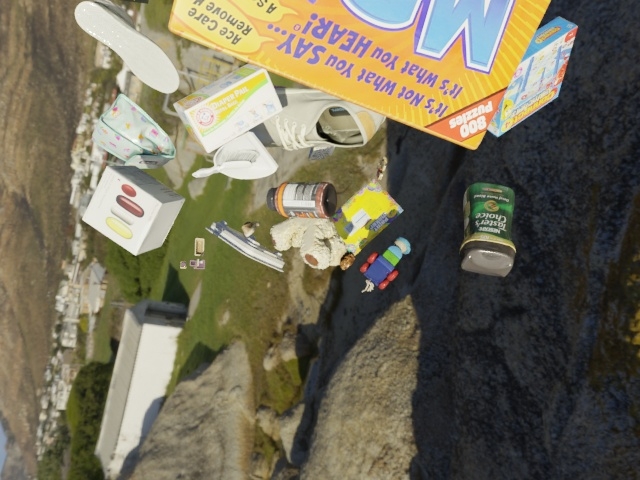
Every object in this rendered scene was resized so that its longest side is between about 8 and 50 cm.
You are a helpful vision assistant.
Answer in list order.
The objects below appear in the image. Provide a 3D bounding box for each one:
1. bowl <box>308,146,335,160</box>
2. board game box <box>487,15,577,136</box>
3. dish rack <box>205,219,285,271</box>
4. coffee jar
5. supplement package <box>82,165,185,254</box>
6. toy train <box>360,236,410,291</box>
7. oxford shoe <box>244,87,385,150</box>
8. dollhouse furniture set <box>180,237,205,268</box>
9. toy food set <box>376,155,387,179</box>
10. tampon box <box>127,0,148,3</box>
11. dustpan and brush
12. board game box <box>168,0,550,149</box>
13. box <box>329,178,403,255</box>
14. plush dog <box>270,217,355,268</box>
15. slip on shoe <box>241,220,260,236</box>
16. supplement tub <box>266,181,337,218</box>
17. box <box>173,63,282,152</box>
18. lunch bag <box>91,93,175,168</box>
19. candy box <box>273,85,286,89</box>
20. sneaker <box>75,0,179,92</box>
[{"bbox_3d":[0.016,-0.378,1.701,0.170,0.080,0.170,-161,90,-82],"label":"bowl"},{"bbox_3d":[0.741,-0.578,1.575,0.086,0.308,0.302,52,173,33],"label":"board game box"},{"bbox_3d":[-0.316,0.015,1.919,0.332,0.285,0.072,30,89,38],"label":"dish rack"},{"bbox_3d":[0.321,-0.021,0.840,0.079,0.096,0.185,88,-165,-55],"label":"coffee jar"},{"bbox_3d":[-0.576,-0.098,1.359,0.194,0.203,0.149,-58,-3,15],"label":"supplement package"},{"bbox_3d":[0.215,0.088,1.503,0.143,0.105,0.248,-44,-9,-25],"label":"toy train"},{"bbox_3d":[-0.052,-0.299,1.129,0.449,0.169,0.130,2,54,29],"label":"oxford shoe"},{"bbox_3d":[-0.459,0.044,1.593,0.081,0.090,0.115,159,112,-64],"label":"dollhouse furniture set"},{"bbox_3d":[0.209,-0.240,1.487,0.122,0.019,0.078,-82,9,-58],"label":"toy food set"},{"bbox_3d":[-0.674,-0.892,1.480,0.101,0.161,0.120,44,130,20],"label":"tampon box"},{"bbox_3d":[-0.232,-0.193,1.102,0.211,0.147,0.060,-2,60,26],"label":"dustpan and brush"},{"bbox_3d":[0.038,-0.371,0.535,0.357,0.356,0.356,-69,25,19],"label":"board game box"},{"bbox_3d":[0.148,-0.067,1.810,0.290,0.177,0.279,-42,-2,-9],"label":"box"},{"bbox_3d":[0.000,0.000,1.429,0.262,0.225,0.211,23,72,41],"label":"plush dog"},{"bbox_3d":[-0.256,-0.052,1.590,0.051,0.041,0.135,-37,11,17],"label":"slip on shoe"},{"bbox_3d":[-0.058,-0.118,1.267,0.197,0.106,0.106,4,80,29],"label":"supplement tub"},{"bbox_3d":[-0.208,-0.301,0.988,0.114,0.203,0.103,41,160,52],"label":"box"},{"bbox_3d":[-0.667,-0.362,1.590,0.223,0.262,0.160,-9,48,54],"label":"lunch bag"},{"bbox_3d":[-0.229,-0.471,1.609,0.233,0.071,0.159,-44,38,-12],"label":"candy box"},{"bbox_3d":[-0.512,-0.551,1.219,0.108,0.292,0.169,-39,34,16],"label":"sneaker"}]
